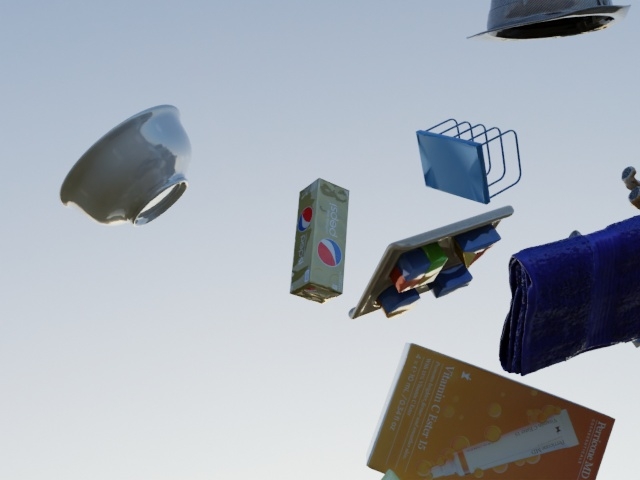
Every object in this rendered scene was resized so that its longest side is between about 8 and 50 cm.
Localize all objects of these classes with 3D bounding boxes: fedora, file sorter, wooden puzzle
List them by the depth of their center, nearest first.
[{"bbox_3d":[0.365,-0.400,1.358,0.275,0.124,0.243,-10,6,-33],"label":"fedora"},{"bbox_3d":[0.282,-0.157,1.591,0.104,0.170,0.118,-27,-61,-27],"label":"file sorter"},{"bbox_3d":[0.252,0.070,1.881,0.322,0.081,0.348,-18,-24,-27],"label":"wooden puzzle"}]

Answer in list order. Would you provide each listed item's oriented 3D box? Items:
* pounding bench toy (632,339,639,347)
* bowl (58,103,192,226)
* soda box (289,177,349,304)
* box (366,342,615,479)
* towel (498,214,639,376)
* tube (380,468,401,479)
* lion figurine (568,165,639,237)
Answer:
[{"bbox_3d":[0.558,0.134,1.415,0.083,0.052,0.065,-44,-19,33],"label":"pounding bench toy"},{"bbox_3d":[-0.357,-0.121,1.667,0.134,0.298,0.298,49,-48,5],"label":"bowl"},{"bbox_3d":[0.000,0.000,1.280,0.061,0.181,0.058,21,-31,-28],"label":"soda box"},{"bbox_3d":[0.272,0.327,1.395,0.345,0.215,0.168,19,-5,5],"label":"box"},{"bbox_3d":[0.404,0.075,1.179,0.308,0.076,0.228,-17,-47,-13],"label":"towel"},{"bbox_3d":[0.144,0.419,1.200,0.070,0.240,0.062,-8,-71,-33],"label":"tube"},{"bbox_3d":[0.642,0.014,1.650,0.240,0.142,0.392,29,-61,-16],"label":"lion figurine"}]
